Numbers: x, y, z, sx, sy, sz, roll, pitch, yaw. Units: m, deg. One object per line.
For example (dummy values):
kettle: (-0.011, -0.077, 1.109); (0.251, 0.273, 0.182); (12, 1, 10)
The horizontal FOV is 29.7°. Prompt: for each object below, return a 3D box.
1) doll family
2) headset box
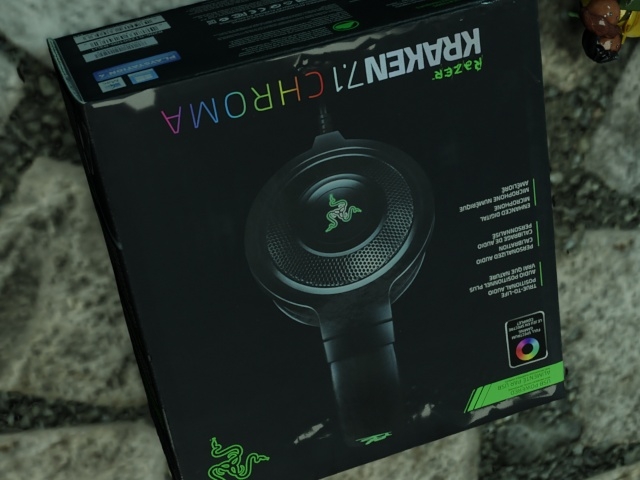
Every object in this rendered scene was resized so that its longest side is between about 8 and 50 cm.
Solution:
doll family: (0.218, -0.144, 0.759); (0.193, 0.076, 0.111); (19, 101, -30)
headset box: (0.000, 0.000, 0.711); (0.246, 0.131, 0.283); (-16, 119, -12)
